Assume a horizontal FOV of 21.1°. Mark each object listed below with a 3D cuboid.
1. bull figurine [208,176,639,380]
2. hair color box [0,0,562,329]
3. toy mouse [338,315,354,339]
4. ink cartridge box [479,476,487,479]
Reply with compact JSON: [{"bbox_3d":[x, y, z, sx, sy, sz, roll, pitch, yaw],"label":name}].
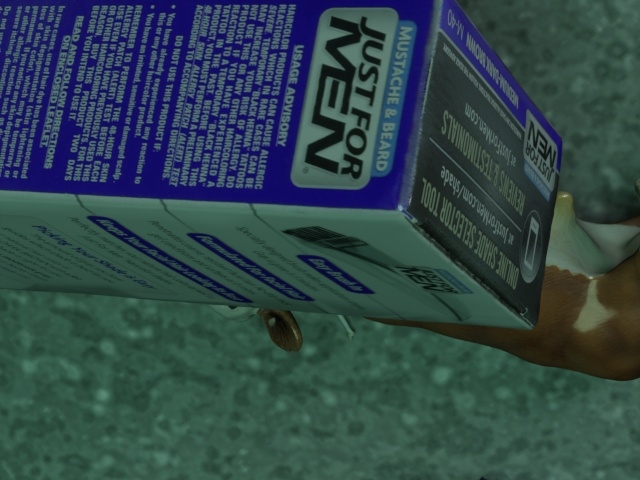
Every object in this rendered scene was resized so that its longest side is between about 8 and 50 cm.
[{"bbox_3d":[0.080,-0.005,0.960,0.310,0.101,0.188,13,135,-19],"label":"bull figurine"},{"bbox_3d":[-0.075,-0.039,0.822,0.339,0.185,0.110,5,75,25],"label":"hair color box"},{"bbox_3d":[0.000,0.000,1.044,0.161,0.031,0.143,-9,106,10],"label":"toy mouse"},{"bbox_3d":[0.175,0.233,1.061,0.207,0.097,0.046,30,109,-2],"label":"ink cartridge box"}]
